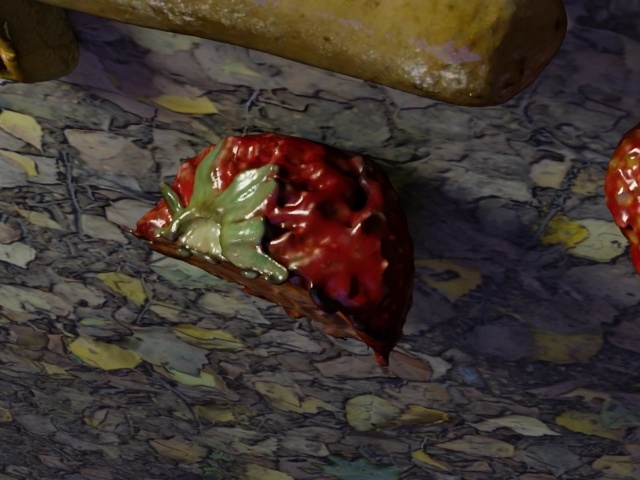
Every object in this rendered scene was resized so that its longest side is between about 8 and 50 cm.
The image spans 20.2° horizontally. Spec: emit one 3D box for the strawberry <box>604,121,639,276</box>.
[{"bbox_3d":[0.386,-0.012,1.248,0.343,0.292,0.292,32,160,21],"label":"strawberry"}]

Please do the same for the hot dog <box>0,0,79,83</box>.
[{"bbox_3d":[-0.255,-0.185,1.397,0.084,0.073,0.242,14,154,12],"label":"hot dog"}]

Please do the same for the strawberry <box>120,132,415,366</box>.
[{"bbox_3d":[0.004,-0.001,1.558,0.280,0.150,0.253,27,172,-29],"label":"strawberry"}]

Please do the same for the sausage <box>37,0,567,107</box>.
[{"bbox_3d":[-0.080,-0.194,1.217,0.501,0.136,0.123,14,128,6],"label":"sausage"}]
